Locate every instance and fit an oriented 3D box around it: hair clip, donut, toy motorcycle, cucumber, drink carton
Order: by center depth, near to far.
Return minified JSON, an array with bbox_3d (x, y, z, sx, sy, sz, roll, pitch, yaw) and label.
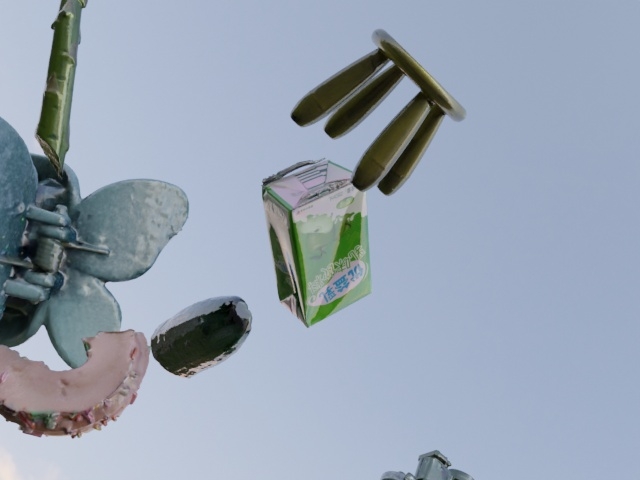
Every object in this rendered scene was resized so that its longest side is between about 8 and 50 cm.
[{"bbox_3d":[-0.257,0.156,0.637,0.166,0.117,0.065,-6,-43,-16],"label":"donut"},{"bbox_3d":[-0.435,0.011,0.876,0.238,0.392,0.318,11,-95,34],"label":"hair clip"},{"bbox_3d":[-0.196,0.147,0.988,0.244,0.063,0.115,-32,-113,43],"label":"cucumber"},{"bbox_3d":[0.000,0.000,1.089,0.108,0.161,0.271,38,-37,44],"label":"drink carton"},{"bbox_3d":[0.247,0.529,1.263,0.127,0.205,0.275,-23,-71,37],"label":"toy motorcycle"}]

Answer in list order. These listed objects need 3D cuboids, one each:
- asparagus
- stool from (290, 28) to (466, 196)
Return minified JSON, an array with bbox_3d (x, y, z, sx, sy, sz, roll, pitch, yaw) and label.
[{"bbox_3d":[-0.213,-0.164,0.513,0.034,0.027,0.236,-24,-118,49],"label":"asparagus"},{"bbox_3d":[0.056,-0.112,0.553,0.135,0.134,0.110,36,-70,-30],"label":"stool"}]
